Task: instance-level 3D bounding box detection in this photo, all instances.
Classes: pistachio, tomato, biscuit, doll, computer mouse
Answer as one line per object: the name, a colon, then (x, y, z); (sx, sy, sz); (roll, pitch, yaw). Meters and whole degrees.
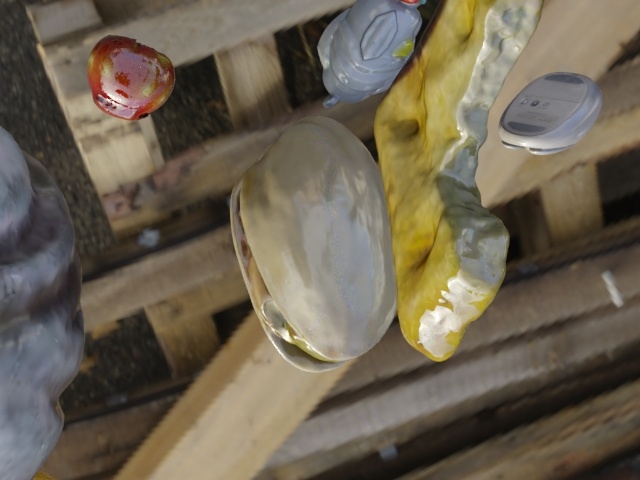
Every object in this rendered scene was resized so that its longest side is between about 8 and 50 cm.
pistachio: (0.000, 0.000, 1.160); (0.144, 0.215, 0.144); (-9, 169, -2)
tomato: (-0.181, -0.152, 1.296); (0.087, 0.087, 0.075); (20, 94, -29)
biscuit: (0.075, -0.049, 0.721); (0.039, 0.183, 0.174); (8, 146, -20)
doll: (0.053, -0.188, 1.175); (0.079, 0.094, 0.180); (28, 102, -6)
computer mouse: (0.180, -0.094, 1.068); (0.096, 0.066, 0.039); (-47, 135, -31)

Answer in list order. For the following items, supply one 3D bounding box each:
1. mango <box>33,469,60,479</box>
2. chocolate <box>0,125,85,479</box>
mango: (-0.277, 0.207, 0.998); (0.262, 0.157, 0.109); (20, 105, 11)
chocolate: (-0.233, 0.026, 0.673); (0.303, 0.303, 0.213); (25, 126, -31)
